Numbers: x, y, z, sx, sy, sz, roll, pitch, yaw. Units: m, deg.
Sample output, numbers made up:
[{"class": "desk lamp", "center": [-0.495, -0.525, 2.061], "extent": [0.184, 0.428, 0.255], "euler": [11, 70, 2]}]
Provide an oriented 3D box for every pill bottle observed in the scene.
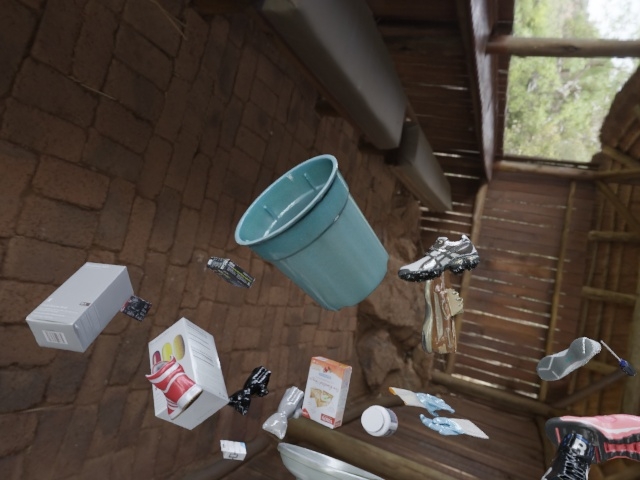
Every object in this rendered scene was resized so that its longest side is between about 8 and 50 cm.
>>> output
[{"class": "pill bottle", "center": [0.219, 0.681, 1.709], "extent": [0.180, 0.108, 0.107], "euler": [47, 58, -57]}]

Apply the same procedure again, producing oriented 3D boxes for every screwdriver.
[{"class": "screwdriver", "center": [0.721, 0.286, 1.098], "extent": [0.170, 0.025, 0.024], "euler": [37, 107, -29]}]

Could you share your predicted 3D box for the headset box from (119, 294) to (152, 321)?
[{"class": "headset box", "center": [-0.585, 0.210, 1.430], "extent": [0.062, 0.083, 0.032], "euler": [-61, -163, -9]}]

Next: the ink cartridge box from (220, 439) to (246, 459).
[{"class": "ink cartridge box", "center": [-0.285, 0.673, 1.457], "extent": [0.083, 0.048, 0.028], "euler": [20, 104, -24]}]

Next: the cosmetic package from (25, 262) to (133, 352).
[{"class": "cosmetic package", "center": [-0.600, 0.162, 1.156], "extent": [0.238, 0.127, 0.107], "euler": [-75, 167, -55]}]

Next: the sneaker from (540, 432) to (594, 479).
[{"class": "sneaker", "center": [0.492, 0.441, 0.892], "extent": [0.121, 0.079, 0.217], "euler": [-63, 154, -6]}]

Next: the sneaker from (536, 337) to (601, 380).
[{"class": "sneaker", "center": [0.548, 0.266, 0.998], "extent": [0.061, 0.152, 0.053], "euler": [11, 47, -32]}]

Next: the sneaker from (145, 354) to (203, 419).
[{"class": "sneaker", "center": [-0.190, 0.188, 0.580], "extent": [0.042, 0.067, 0.118], "euler": [-41, 174, -39]}]

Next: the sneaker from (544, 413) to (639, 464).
[{"class": "sneaker", "center": [0.798, 0.541, 1.260], "extent": [0.136, 0.314, 0.115], "euler": [-11, 96, -62]}]

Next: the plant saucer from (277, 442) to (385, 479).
[{"class": "plant saucer", "center": [0.034, 0.783, 1.495], "extent": [0.400, 0.401, 0.100], "euler": [57, 47, -58]}]

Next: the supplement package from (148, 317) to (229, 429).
[{"class": "supplement package", "center": [-0.367, 0.360, 1.246], "extent": [0.139, 0.244, 0.134], "euler": [-37, 132, 5]}]

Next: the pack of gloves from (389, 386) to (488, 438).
[{"class": "pack of gloves", "center": [0.323, 0.500, 1.277], "extent": [0.232, 0.195, 0.046], "euler": [21, 98, -32]}]

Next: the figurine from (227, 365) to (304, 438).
[{"class": "figurine", "center": [-0.167, 0.510, 1.411], "extent": [0.092, 0.215, 0.209], "euler": [-64, 169, 13]}]

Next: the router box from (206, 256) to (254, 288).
[{"class": "router box", "center": [-0.275, 0.099, 1.390], "extent": [0.122, 0.092, 0.038], "euler": [44, 61, -41]}]

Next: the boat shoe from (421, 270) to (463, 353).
[{"class": "boat shoe", "center": [0.401, 0.207, 1.458], "extent": [0.123, 0.120, 0.323], "euler": [-6, 100, -63]}]

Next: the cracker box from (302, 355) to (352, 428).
[{"class": "cracker box", "center": [0.023, 0.587, 1.768], "extent": [0.067, 0.156, 0.232], "euler": [13, 87, -55]}]

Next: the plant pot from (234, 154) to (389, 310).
[{"class": "plant pot", "center": [0.000, 0.000, 1.267], "extent": [0.334, 0.341, 0.341], "euler": [50, 50, -24]}]

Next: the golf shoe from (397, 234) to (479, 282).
[{"class": "golf shoe", "center": [0.276, 0.044, 1.092], "extent": [0.077, 0.198, 0.093], "euler": [88, -11, -69]}]
